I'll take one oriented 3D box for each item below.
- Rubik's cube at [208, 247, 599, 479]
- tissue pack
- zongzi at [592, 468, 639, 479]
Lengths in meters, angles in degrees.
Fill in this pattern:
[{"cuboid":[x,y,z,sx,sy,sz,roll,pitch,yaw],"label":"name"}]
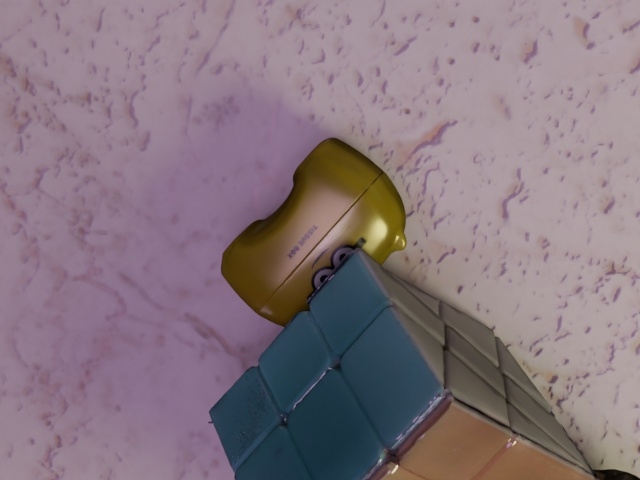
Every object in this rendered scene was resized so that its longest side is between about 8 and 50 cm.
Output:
[{"cuboid":[0.069,0.188,1.277,0.221,0.231,0.224,31,108,-37],"label":"Rubik's cube"},{"cuboid":[0.000,0.000,1.346,0.127,0.123,0.178,42,101,-2],"label":"tissue pack"},{"cuboid":[0.149,0.428,1.292,0.432,0.208,0.403,-11,94,-24],"label":"zongzi"}]
